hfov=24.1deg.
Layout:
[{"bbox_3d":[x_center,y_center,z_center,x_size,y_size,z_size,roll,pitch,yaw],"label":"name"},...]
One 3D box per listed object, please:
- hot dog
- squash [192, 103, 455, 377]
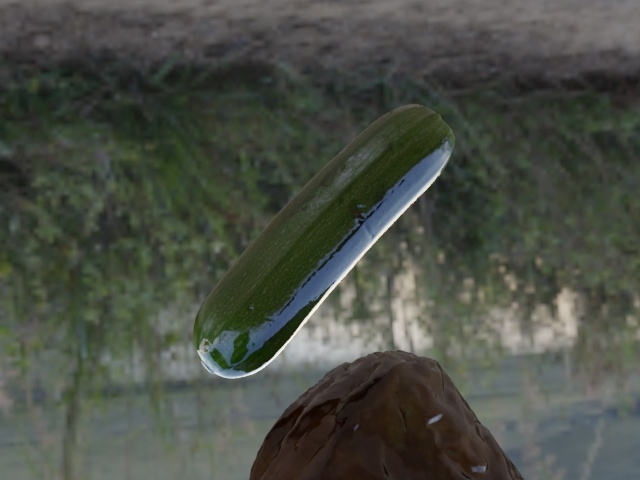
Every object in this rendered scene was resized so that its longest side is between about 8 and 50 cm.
[{"bbox_3d":[0.093,0.266,1.050,0.174,0.388,0.267,-32,-175,46],"label":"hot dog"},{"bbox_3d":[0.000,0.000,1.001,0.229,0.066,0.066,-46,173,-5],"label":"squash"}]
